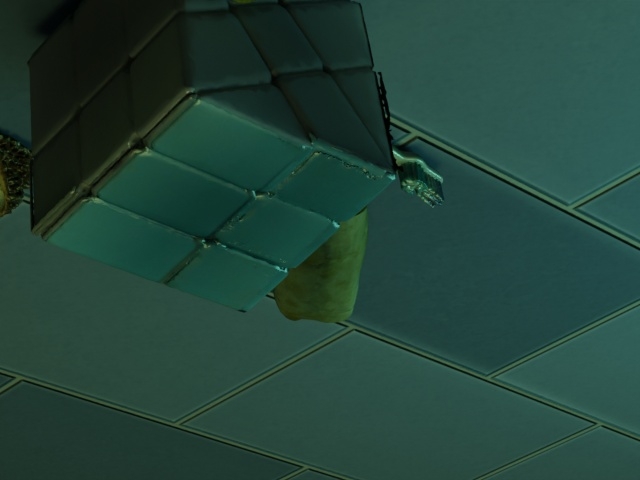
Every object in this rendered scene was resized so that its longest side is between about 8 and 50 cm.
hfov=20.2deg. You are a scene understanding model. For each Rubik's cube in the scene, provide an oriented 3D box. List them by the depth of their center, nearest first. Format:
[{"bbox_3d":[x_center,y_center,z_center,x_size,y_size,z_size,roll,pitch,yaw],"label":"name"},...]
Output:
[{"bbox_3d":[-0.098,-0.108,1.551,0.231,0.221,0.225,21,133,-33],"label":"Rubik's cube"}]

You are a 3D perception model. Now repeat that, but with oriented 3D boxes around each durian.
[{"bbox_3d":[-0.318,-0.071,1.802,0.066,0.052,0.130,33,145,10],"label":"durian"}]

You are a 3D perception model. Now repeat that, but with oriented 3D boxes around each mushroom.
[{"bbox_3d":[0.000,0.000,1.933,0.100,0.081,0.312,7,153,1],"label":"mushroom"}]

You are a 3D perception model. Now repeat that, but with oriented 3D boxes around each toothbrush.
[{"bbox_3d":[-0.010,-0.134,1.750,0.042,0.040,0.418,-30,138,28],"label":"toothbrush"}]

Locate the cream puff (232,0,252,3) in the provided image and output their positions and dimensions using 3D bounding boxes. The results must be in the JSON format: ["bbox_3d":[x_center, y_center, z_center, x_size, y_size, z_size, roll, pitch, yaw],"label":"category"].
[{"bbox_3d":[-0.069,-0.269,1.436,0.116,0.146,0.146,33,149,11],"label":"cream puff"}]
